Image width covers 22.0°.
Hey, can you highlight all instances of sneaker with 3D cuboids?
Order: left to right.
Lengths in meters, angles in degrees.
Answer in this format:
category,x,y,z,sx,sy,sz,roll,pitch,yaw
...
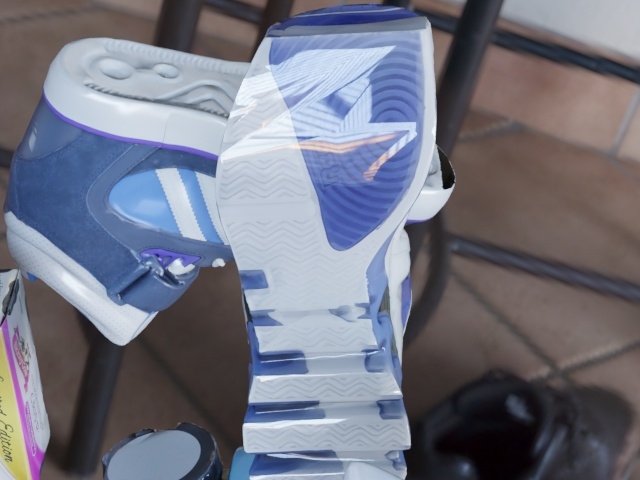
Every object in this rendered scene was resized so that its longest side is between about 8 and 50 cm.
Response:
category,x,y,z,sx,sy,sz,roll,pitch,yaw
sneaker,-0.083,-0.012,1.277,0.322,0.236,0.130,14,35,-11
sneaker,0.000,0.001,1.044,0.127,0.316,0.182,2,19,-1

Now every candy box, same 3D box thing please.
category,x,y,z,sx,sy,sz,roll,pitch,yaw
candy box,-0.319,0.102,1.157,0.233,0.159,0.071,-1,36,3

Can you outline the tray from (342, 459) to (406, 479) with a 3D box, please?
category,x,y,z,sx,sy,sz,roll,pitch,yaw
tray,0.106,0.215,0.736,0.270,0.145,0.030,22,20,25

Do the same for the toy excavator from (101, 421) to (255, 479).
category,x,y,z,sx,sy,sz,roll,pitch,yaw
toy excavator,0.042,0.317,1.260,0.445,0.222,0.433,-10,29,9
